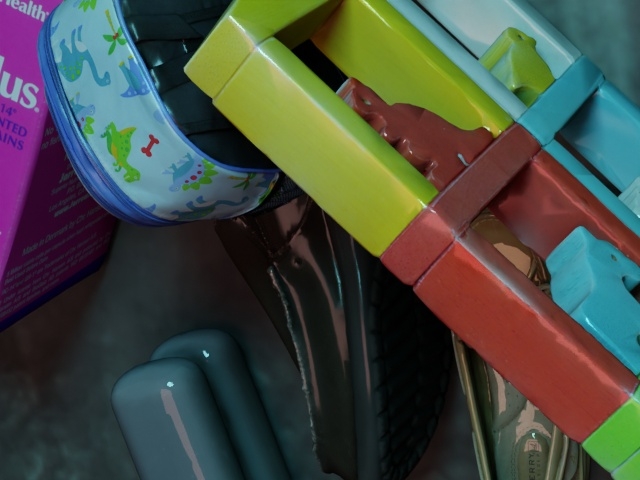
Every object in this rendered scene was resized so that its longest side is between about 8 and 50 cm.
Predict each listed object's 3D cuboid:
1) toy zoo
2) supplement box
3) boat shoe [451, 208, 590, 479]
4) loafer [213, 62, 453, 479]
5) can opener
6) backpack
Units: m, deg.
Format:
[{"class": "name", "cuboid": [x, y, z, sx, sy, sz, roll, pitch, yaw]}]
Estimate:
[{"class": "toy zoo", "cuboid": [0.070, -0.027, 0.694, 0.293, 0.192, 0.030, 43, 121, 2]}, {"class": "supplement box", "cuboid": [-0.135, -0.086, 0.806, 0.111, 0.114, 0.220, 26, 116, 14]}, {"class": "boat shoe", "cuboid": [0.082, 0.054, 0.801, 0.056, 0.048, 0.153, 3, 110, 22]}, {"class": "loafer", "cuboid": [0.000, 0.000, 0.806, 0.078, 0.080, 0.220, -4, 98, 29]}, {"class": "can opener", "cuboid": [-0.041, 0.184, 0.888, 0.095, 0.076, 0.283, -15, 101, 26]}, {"class": "backpack", "cuboid": [-0.051, -0.054, 0.711, 0.084, 0.114, 0.105, -31, 79, 31]}]
